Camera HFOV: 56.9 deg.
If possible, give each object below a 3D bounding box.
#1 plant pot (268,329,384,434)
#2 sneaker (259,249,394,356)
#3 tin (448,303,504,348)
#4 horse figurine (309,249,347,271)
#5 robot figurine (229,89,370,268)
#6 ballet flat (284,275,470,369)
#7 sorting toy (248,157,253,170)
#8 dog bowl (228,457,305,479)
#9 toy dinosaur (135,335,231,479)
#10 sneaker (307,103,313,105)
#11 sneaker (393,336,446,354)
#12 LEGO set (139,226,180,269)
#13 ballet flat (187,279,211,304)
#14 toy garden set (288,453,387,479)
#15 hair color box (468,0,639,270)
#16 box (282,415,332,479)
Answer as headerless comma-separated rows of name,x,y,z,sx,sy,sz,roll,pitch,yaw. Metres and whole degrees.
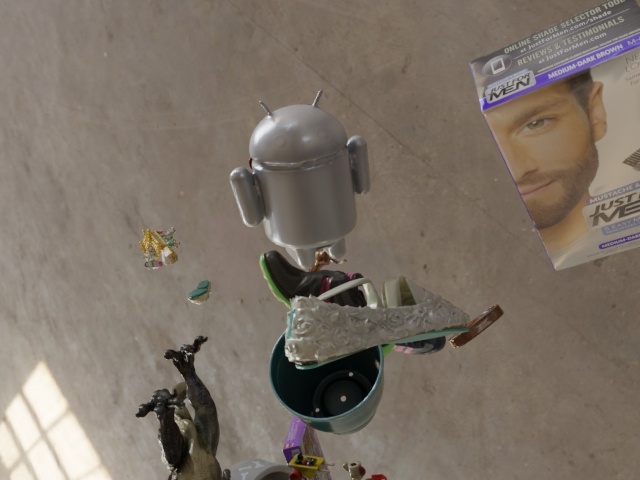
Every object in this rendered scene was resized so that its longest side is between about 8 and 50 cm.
plant pot,0.038,0.354,1.458,0.271,0.271,0.255,35,159,33
sneaker,0.032,0.161,1.792,0.482,0.185,0.202,32,94,6
tin,0.455,0.251,1.726,0.040,0.189,0.106,53,165,14
horse figurine,0.000,0.000,1.909,0.174,0.066,0.264,-30,70,51
robot figurine,-0.034,-0.123,1.215,0.199,0.299,0.354,38,141,56
ballet flat,0.114,0.127,1.040,0.147,0.408,0.147,5,96,51
sorting toy,-0.151,-0.224,1.653,0.042,0.102,0.061,0,122,57
dog bowl,-0.134,0.728,1.482,0.102,0.348,0.349,-20,89,34
toy dinosaur,-0.110,0.156,0.494,0.268,0.063,0.118,-131,30,-62
sneaker,-0.056,-0.220,1.521,0.300,0.111,0.121,-49,36,44
sneaker,0.277,0.346,2.089,0.318,0.131,0.112,-2,82,34
LEGO set,-0.492,0.013,1.887,0.287,0.107,0.132,-12,93,59
ballet flat,-0.356,0.166,1.784,0.057,0.168,0.053,-9,102,6
toy garden set,0.007,0.472,1.139,0.244,0.203,0.049,-9,98,26
hair color box,0.338,-0.112,0.752,0.185,0.339,0.110,-20,44,24
box,-0.026,0.687,1.735,0.057,0.201,0.294,-17,97,9
